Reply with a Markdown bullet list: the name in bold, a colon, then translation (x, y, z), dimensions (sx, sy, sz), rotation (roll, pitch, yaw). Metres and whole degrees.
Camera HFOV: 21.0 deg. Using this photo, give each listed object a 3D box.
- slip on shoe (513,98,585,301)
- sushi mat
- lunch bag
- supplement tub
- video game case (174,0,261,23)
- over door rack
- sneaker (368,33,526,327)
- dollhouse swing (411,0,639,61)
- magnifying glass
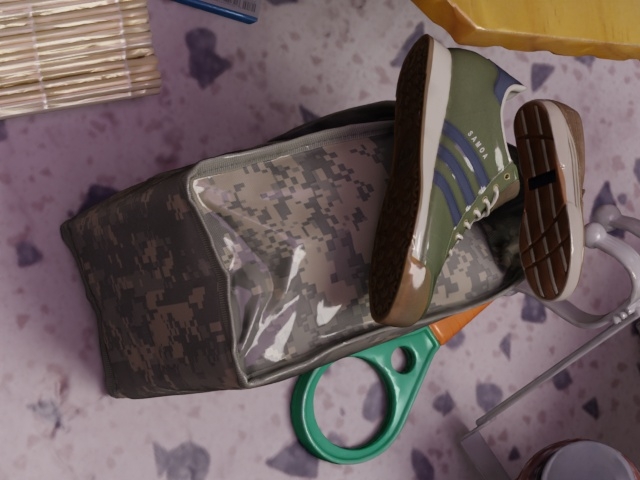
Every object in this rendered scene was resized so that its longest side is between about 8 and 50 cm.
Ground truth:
- **slip on shoe**: translation (0.159, -0.027, 1.154), dimensions (0.041, 0.051, 0.135), rotation (1, 78, -41)
- **sushi mat**: translation (-0.268, -0.152, 1.204), dimensions (0.317, 0.019, 0.151), rotation (-12, 93, -26)
- **lunch bag**: translation (0.000, 0.000, 1.224), dimensions (0.287, 0.235, 0.169), rotation (-16, 91, -29)
- **supplement tub**: translation (0.196, 0.216, 1.330), dimensions (0.106, 0.198, 0.106), rotation (0, 66, 1)
- **video game case**: translation (-0.089, -0.260, 1.321), dimensions (0.119, 0.015, 0.166), rotation (14, 80, -27)
- **over door rack**: translation (0.234, 0.039, 1.334), dimensions (0.239, 0.324, 0.108), rotation (-28, 68, -30)
- **sneaker**: translation (0.089, -0.033, 1.101), dimensions (0.086, 0.064, 0.192), rotation (14, 73, -20)
- **dollhouse swing**: translation (0.121, -0.272, 1.272), dimensions (0.347, 0.315, 0.305), rotation (1, 89, -29)
- **magnifying glass**: translation (0.070, 0.090, 1.377), dimensions (0.231, 0.026, 0.092), rotation (-40, 105, -26)
